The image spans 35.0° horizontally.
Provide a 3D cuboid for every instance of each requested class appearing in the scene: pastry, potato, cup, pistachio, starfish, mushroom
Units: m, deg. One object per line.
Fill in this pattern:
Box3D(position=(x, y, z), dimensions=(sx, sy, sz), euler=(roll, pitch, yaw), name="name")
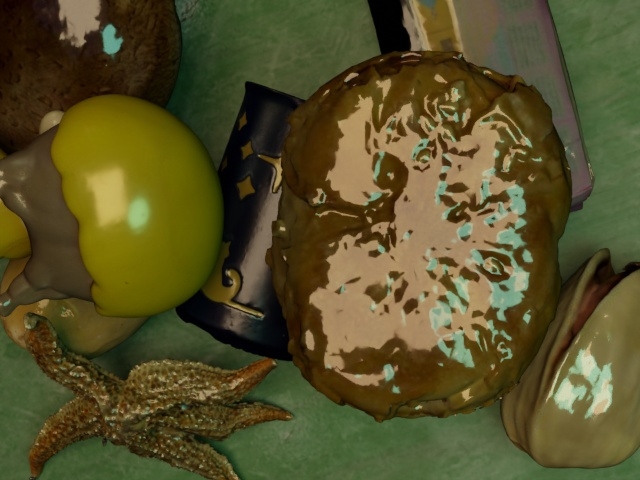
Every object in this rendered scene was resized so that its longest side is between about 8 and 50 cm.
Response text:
Box3D(position=(0.082, -0.005, 0.874), dimensions=(0.255, 0.162, 0.310), euler=(12, 94, 8), name="pastry")
Box3D(position=(-0.253, 0.031, 1.123), dimensions=(0.234, 0.150, 0.146), euler=(-43, 43, -3), name="potato")
Box3D(position=(-0.020, -0.007, 1.028), dimensions=(0.178, 0.255, 0.256), euler=(18, 95, -30), name="cup")
Box3D(position=(0.268, 0.118, 1.006), dimensions=(0.157, 0.157, 0.229), euler=(24, 86, 11), name="pistachio")
Box3D(position=(-0.176, 0.204, 1.102), dimensions=(0.294, 0.084, 0.301), euler=(9, 129, -7), name="starfish")
Box3D(position=(-0.306, -0.213, 1.093), dimensions=(0.239, 0.345, 0.345), euler=(-3, 87, -29), name="mushroom")

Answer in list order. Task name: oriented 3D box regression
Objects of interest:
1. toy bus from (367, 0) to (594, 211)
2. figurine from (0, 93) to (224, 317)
Box3D(position=(0.156, -0.191, 1.040), dimensions=(0.163, 0.171, 0.386), euler=(-14, 87, -4), name="toy bus")
Box3D(position=(-0.256, -0.025, 0.976), dimensions=(0.344, 0.187, 0.215), euler=(-4, 125, 22), name="figurine")
